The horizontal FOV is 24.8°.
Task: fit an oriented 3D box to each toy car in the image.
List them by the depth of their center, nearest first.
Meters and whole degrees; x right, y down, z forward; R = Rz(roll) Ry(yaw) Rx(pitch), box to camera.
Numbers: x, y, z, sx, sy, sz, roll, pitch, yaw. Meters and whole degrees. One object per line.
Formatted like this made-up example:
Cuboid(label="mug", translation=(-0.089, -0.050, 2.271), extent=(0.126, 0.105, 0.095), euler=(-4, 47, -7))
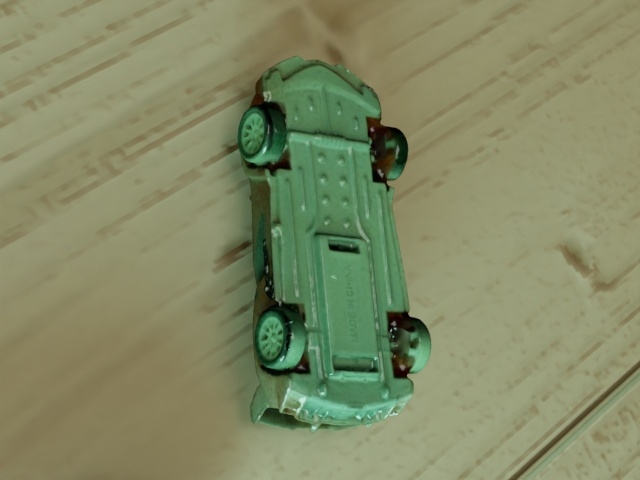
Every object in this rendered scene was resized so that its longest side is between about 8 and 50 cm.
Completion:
Cuboid(label="toy car", translation=(0.000, 0.000, 0.473), extent=(0.059, 0.035, 0.122), euler=(6, 68, -35))
